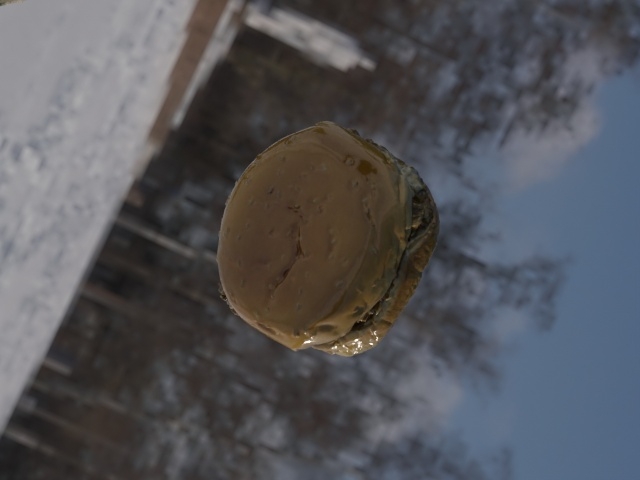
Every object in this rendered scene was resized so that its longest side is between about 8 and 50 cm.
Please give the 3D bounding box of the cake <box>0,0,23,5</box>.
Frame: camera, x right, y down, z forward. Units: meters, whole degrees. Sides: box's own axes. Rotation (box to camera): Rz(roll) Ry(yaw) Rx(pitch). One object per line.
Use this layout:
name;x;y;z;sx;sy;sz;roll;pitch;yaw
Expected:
cake;-0.317;-0.343;1.880;0.158;0.172;0.283;-22;166;-38

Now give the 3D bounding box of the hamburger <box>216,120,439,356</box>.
hamburger;0.000;0.000;1.281;0.138;0.083;0.147;35;-84;40
